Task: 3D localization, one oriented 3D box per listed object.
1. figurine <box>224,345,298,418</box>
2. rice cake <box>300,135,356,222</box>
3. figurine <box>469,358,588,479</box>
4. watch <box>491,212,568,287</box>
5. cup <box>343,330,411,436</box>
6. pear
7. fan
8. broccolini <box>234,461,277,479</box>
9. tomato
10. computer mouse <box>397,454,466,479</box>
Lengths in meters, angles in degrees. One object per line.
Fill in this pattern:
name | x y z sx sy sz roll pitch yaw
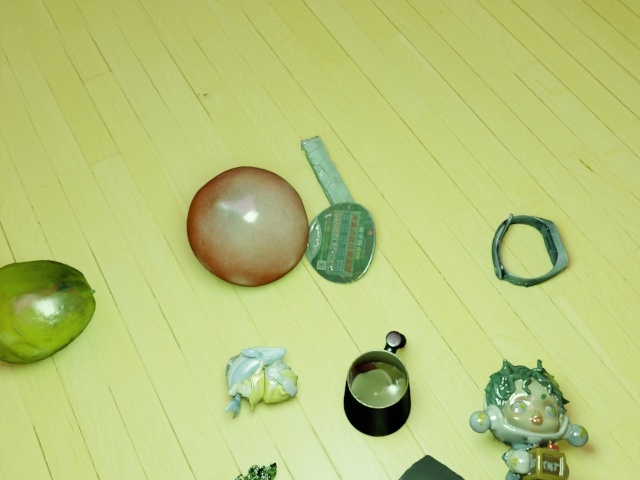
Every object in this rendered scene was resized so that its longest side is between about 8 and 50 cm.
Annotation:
figurine | -0.150 0.344 1.752 0.184 0.128 0.208 31 74 18
rice cake | 0.030 -0.173 2.084 0.066 0.063 0.336 -20 59 -13
figurine | 0.456 0.446 1.600 0.261 0.186 0.382 17 55 -16
watch | 0.548 0.021 1.929 0.193 0.068 0.206 -9 61 -2
cup | 0.131 0.321 1.710 0.166 0.177 0.239 -4 58 3
pear | -0.724 0.179 1.813 0.321 0.269 0.269 -18 59 -7
fan | 0.020 0.025 1.966 0.294 0.012 0.223 -24 73 11
broccolini | -0.143 0.638 1.614 0.123 0.062 0.271 -14 61 8
tomato | -0.189 -0.043 1.873 0.321 0.321 0.321 -2 59 3
computer mouse | 0.282 0.602 1.575 0.269 0.100 0.170 33 64 21
